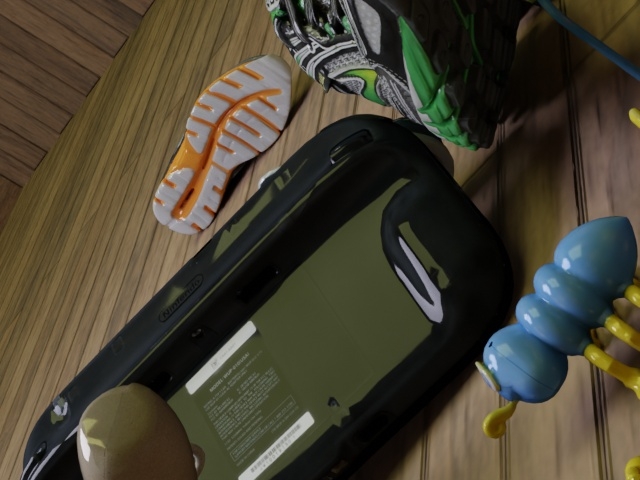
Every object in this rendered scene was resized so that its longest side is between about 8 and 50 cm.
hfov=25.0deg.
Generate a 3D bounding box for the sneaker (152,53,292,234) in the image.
[{"bbox_3d":[-0.097,-0.105,1.425,0.215,0.084,0.083,-50,13,30],"label":"sneaker"}]

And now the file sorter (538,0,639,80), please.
[{"bbox_3d":[0.185,-0.160,0.640,0.170,0.104,0.118,-46,19,38],"label":"file sorter"}]

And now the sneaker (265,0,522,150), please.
[{"bbox_3d":[0.033,-0.119,0.774,0.343,0.146,0.134,-2,-79,-86],"label":"sneaker"}]

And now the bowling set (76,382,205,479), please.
[{"bbox_3d":[-0.038,0.218,0.609,0.154,0.199,0.287,76,-151,-52],"label":"bowling set"}]

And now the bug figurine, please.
[{"bbox_3d":[0.146,0.009,0.505,0.216,0.072,0.279,-57,16,3],"label":"bug figurine"}]

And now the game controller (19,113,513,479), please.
[{"bbox_3d":[-0.040,0.079,0.798,0.319,0.067,0.166,-45,60,13],"label":"game controller"}]

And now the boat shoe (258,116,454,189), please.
[{"bbox_3d":[0.000,0.000,0.927,0.079,0.095,0.254,-90,25,-42],"label":"boat shoe"}]

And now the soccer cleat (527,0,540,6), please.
[{"bbox_3d":[0.086,-0.197,0.971,0.289,0.121,0.093,-39,24,49],"label":"soccer cleat"}]
